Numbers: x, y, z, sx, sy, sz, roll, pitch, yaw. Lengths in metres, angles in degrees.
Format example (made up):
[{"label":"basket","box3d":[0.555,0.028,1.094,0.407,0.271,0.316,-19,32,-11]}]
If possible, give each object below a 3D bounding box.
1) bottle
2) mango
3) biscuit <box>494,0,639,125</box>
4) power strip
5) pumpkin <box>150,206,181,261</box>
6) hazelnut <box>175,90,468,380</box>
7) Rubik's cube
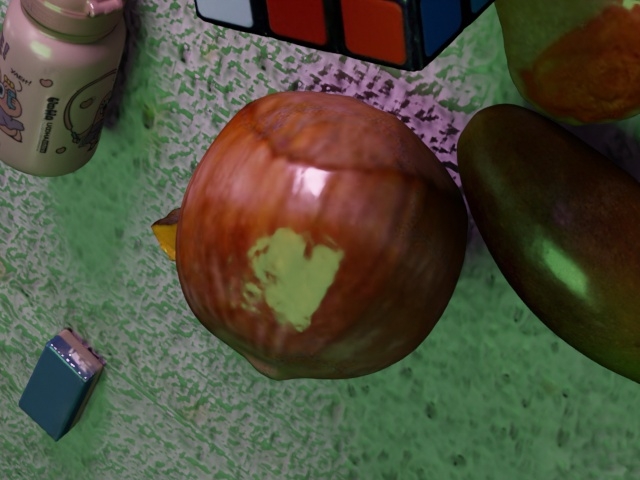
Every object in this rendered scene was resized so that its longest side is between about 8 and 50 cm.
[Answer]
[{"label":"bottle","box3d":[-0.208,-0.156,1.462,0.110,0.097,0.209,51,142,25]},{"label":"mango","box3d":[0.189,0.019,1.210,0.267,0.111,0.133,42,-176,2]},{"label":"biscuit","box3d":[0.120,-0.261,1.098,0.394,0.076,0.368,51,139,-3]},{"label":"power strip","box3d":[-0.248,0.138,1.775,0.056,0.032,0.123,41,139,8]},{"label":"pumpkin","box3d":[-0.082,-0.016,1.472,0.083,0.074,0.054,5,118,40]},{"label":"hazelnut","box3d":[0.000,0.000,1.318,0.214,0.214,0.176,22,176,28]},{"label":"Rubik's cube","box3d":[0.022,-0.212,1.046,0.163,0.160,0.162,18,134,30]}]
